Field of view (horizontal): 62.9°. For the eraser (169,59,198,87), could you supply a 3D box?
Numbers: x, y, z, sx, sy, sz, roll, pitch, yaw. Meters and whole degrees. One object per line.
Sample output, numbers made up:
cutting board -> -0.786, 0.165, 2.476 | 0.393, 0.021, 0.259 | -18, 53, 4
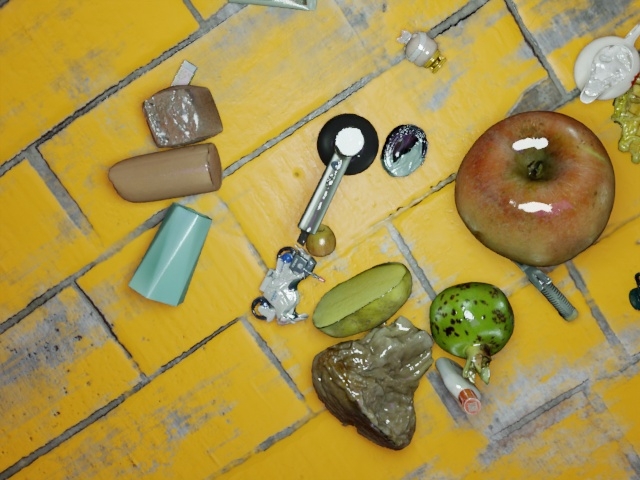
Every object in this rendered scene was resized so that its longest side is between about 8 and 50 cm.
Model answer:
eraser -> -0.342, -0.405, 1.307 | 0.038, 0.019, 0.083 | 32, 97, -3

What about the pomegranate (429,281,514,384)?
pomegranate -> 0.372, 0.217, 1.272 | 0.210, 0.263, 0.211 | -1, 138, -1

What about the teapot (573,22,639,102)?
teapot -> 0.682, -0.415, 1.240 | 0.145, 0.092, 0.226 | 34, 97, 0

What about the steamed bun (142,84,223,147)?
steamed bun -> -0.337, -0.303, 1.271 | 0.174, 0.106, 0.145 | -16, 107, 1

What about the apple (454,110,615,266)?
apple -> 0.485, -0.111, 1.188 | 0.338, 0.305, 0.339 | -6, 73, 20

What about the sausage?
sausage -> -0.377, -0.163, 1.292 | 0.252, 0.123, 0.123 | -8, 98, 3

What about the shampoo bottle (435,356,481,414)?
shampoo bottle -> 0.348, 0.362, 1.297 | 0.108, 0.221, 0.051 | 37, 98, -4

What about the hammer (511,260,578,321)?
hammer -> 0.568, 0.122, 1.309 | 0.041, 0.159, 0.226 | -42, 108, 13

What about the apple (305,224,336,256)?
apple -> 0.000, 0.000, 1.324 | 0.083, 0.084, 0.071 | -7, 118, 2

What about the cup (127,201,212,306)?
cup -> -0.366, 0.032, 1.313 | 0.148, 0.134, 0.236 | 27, 94, 26

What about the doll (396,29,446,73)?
doll -> 0.246, -0.468, 1.264 | 0.127, 0.073, 0.084 | 38, 64, -8

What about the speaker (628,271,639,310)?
speaker -> 0.832, 0.129, 1.333 | 0.075, 0.060, 0.095 | -12, 97, 2

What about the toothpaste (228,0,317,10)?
toothpaste -> -0.135, -0.598, 1.269 | 0.255, 0.037, 0.068 | 2, 98, -3

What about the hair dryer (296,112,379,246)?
hair dryer -> 0.008, -0.158, 1.205 | 0.155, 0.320, 0.284 | 41, 108, -4

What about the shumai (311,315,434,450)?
shumai -> 0.148, 0.347, 1.359 | 0.346, 0.217, 0.283 | 42, 66, -15

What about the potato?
potato -> 0.117, 0.164, 1.318 | 0.271, 0.160, 0.111 | -31, 111, 4

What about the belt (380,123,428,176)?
belt -> 0.208, -0.222, 1.301 | 0.105, 0.058, 0.140 | 28, 94, -8

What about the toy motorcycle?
toy motorcycle -> -0.077, 0.126, 1.339 | 0.150, 0.102, 0.221 | 29, 98, 10

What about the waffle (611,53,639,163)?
waffle -> 0.846, -0.335, 1.268 | 0.311, 0.060, 0.307 | -39, 95, 4
